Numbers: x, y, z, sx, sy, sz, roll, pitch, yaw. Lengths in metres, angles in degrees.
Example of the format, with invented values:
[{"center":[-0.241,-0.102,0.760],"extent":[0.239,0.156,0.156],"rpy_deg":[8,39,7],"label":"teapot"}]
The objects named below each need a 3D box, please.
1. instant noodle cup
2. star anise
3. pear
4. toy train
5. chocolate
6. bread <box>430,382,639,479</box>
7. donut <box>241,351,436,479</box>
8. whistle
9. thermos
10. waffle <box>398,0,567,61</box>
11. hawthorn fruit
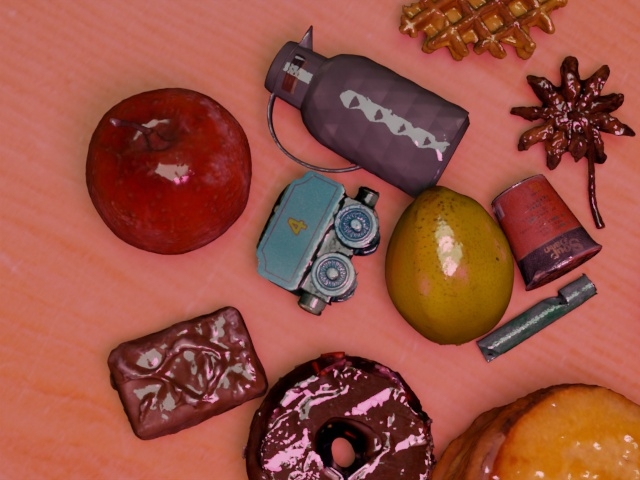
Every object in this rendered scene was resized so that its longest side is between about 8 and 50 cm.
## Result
[{"center":[0.310,-0.015,1.574],"extent":[0.127,0.127,0.135],"rpy_deg":[-28,77,-3],"label":"instant noodle cup"},{"center":[0.385,-0.157,1.607],"extent":[0.234,0.073,0.177],"rpy_deg":[45,95,-3],"label":"star anise"},{"center":[0.172,0.026,1.523],"extent":[0.188,0.187,0.219],"rpy_deg":[-19,110,-2],"label":"pear"},{"center":[0.000,0.000,1.576],"extent":[0.154,0.107,0.197],"rpy_deg":[26,85,10],"label":"toy train"},{"center":[-0.192,0.186,1.561],"extent":[0.214,0.093,0.148],"rpy_deg":[-22,83,-2],"label":"chocolate"},{"center":[0.330,0.370,1.435],"extent":[0.398,0.215,0.398],"rpy_deg":[4,59,-6],"label":"bread"},{"center":[0.025,0.284,1.534],"extent":[0.270,0.103,0.269],"rpy_deg":[0,89,-10],"label":"donut"},{"center":[0.309,0.111,1.595],"extent":[0.186,0.039,0.039],"rpy_deg":[-32,85,-2],"label":"whistle"},{"center":[0.051,-0.169,1.575],"extent":[0.287,0.145,0.182],"rpy_deg":[28,93,5],"label":"thermos"},{"center":[0.241,-0.401,1.635],"extent":[0.260,0.069,0.292],"rpy_deg":[6,82,-2],"label":"waffle"},{"center":[-0.196,-0.096,1.528],"extent":[0.235,0.263,0.231],"rpy_deg":[-27,108,-29],"label":"hawthorn fruit"}]
